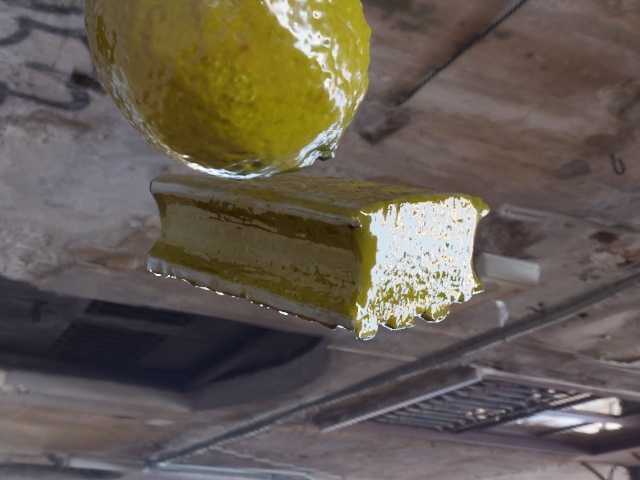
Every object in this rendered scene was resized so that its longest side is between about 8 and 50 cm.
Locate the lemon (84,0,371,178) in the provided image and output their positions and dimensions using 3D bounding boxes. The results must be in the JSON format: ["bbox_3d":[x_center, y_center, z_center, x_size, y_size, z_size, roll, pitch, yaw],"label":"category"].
[{"bbox_3d":[-0.064,-0.145,0.608,0.192,0.231,0.192,-31,-159,14],"label":"lemon"}]

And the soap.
[{"bbox_3d":[0.000,0.000,1.027,0.335,0.293,0.156,11,-77,40],"label":"soap"}]
